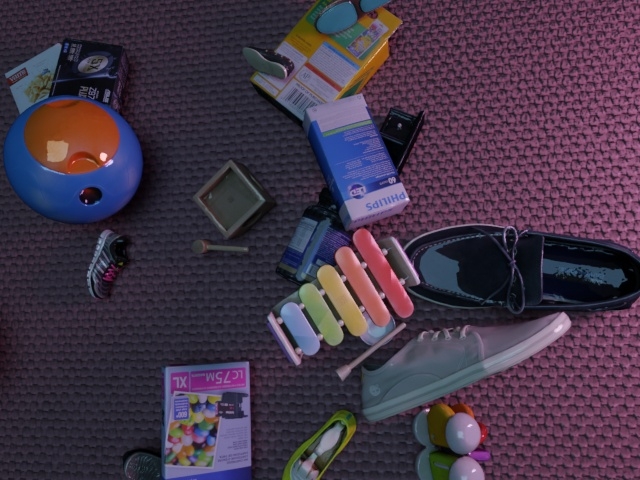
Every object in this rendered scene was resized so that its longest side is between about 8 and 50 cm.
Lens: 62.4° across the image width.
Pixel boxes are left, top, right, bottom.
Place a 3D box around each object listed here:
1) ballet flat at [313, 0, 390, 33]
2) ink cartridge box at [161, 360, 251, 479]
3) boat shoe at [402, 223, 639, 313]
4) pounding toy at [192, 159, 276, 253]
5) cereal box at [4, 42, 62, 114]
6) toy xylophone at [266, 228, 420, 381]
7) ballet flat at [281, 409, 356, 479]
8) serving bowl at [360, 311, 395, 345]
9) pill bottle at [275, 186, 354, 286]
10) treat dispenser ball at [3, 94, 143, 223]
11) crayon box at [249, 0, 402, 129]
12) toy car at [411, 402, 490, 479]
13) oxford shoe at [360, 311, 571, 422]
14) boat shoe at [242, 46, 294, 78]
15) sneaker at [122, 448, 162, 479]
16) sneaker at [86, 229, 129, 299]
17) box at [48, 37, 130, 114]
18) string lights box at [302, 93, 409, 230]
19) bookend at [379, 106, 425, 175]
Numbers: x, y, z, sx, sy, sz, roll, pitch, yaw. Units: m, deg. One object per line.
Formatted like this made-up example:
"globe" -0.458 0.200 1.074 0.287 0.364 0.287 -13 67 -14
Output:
"ballet flat" 0.074 -0.534 1.192 0.206 0.073 0.067 -24 51 2
"ink cartridge box" -0.243 0.420 1.128 0.185 0.065 0.312 2 82 -24
"boat shoe" 0.404 0.057 1.077 0.499 0.156 0.187 5 84 11
"pounding toy" -0.207 -0.047 1.228 0.206 0.094 0.181 -43 82 10
"cereal box" -0.700 -0.371 1.375 0.172 0.047 0.240 -29 78 2
"toy xylophone" 0.061 0.140 1.075 0.322 0.081 0.236 -40 97 -10
"ballet flat" -0.010 0.456 1.118 0.077 0.077 0.231 39 89 12
"serving bowl" 0.123 0.190 1.164 0.083 0.027 0.084 -1 81 8
"pill bottle" 0.000 0.000 1.166 0.122 0.123 0.219 26 86 12
"treat dispenser ball" -0.555 -0.180 1.201 0.287 0.288 0.289 -1 81 9
"crayon box" 0.017 -0.429 1.251 0.203 0.083 0.323 40 90 13
"toy car" 0.276 0.418 1.059 0.136 0.159 0.182 2 79 -27
"oxford shoe" 0.264 0.227 1.048 0.449 0.169 0.130 -28 70 19
"boat shoe" -0.120 -0.411 1.209 0.132 0.049 0.042 30 59 19
"sneaker" -0.332 0.519 1.168 0.222 0.118 0.083 36 68 -15
"sneaker" -0.503 0.059 1.267 0.074 0.063 0.171 5 77 16
"box" -0.570 -0.396 1.312 0.147 0.077 0.180 7 72 -5
"string lights box" 0.070 -0.166 1.110 0.133 0.077 0.260 -18 77 -13
"bookend" 0.136 -0.241 1.208 0.156 0.072 0.157 25 85 12
